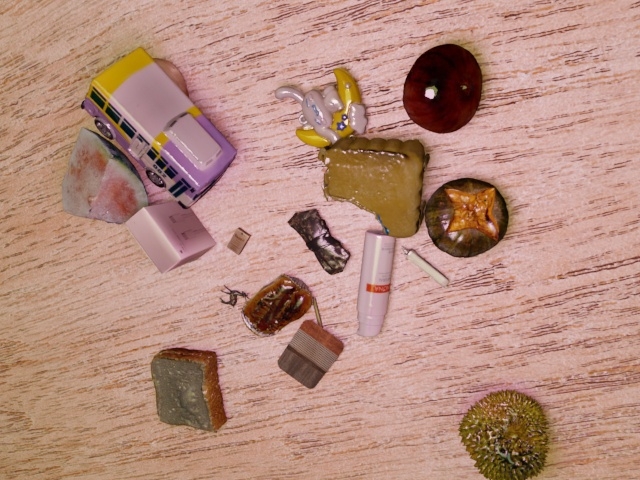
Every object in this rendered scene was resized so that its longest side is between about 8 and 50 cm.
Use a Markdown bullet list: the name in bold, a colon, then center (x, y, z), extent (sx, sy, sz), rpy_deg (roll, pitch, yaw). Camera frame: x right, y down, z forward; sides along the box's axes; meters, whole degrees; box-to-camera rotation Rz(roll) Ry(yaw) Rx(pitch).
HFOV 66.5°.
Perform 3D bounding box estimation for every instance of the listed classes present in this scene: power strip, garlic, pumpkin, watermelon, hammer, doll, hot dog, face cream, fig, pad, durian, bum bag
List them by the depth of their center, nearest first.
- **fig**: center (0.324, -0.411, 1.331), extent (0.235, 0.235, 0.214), rpy_deg (-57, 46, 18)
- **pumpkin**: center (0.413, -0.065, 1.396), extent (0.238, 0.159, 0.237), rpy_deg (1, 73, -2)
- **doll**: center (0.013, -0.390, 1.474), extent (0.238, 0.111, 0.252), rpy_deg (-23, 104, 20)
- **durian**: center (0.551, 0.597, 1.475), extent (0.292, 0.225, 0.290), rpy_deg (2, 96, 17)
- **power strip**: center (0.326, 0.080, 1.520), extent (0.191, 0.047, 0.030), rpy_deg (40, 105, 3)
- **face cream**: center (0.172, 0.142, 1.549), extent (0.102, 0.102, 0.345), rpy_deg (7, 104, 14)
- **bum bag**: center (0.001, 0.000, 1.583), extent (0.248, 0.069, 0.102), rpy_deg (50, 125, 2)
- **garlic**: center (-0.523, -0.526, 1.595), extent (0.207, 0.115, 0.128), rpy_deg (25, 101, 6)
- **watermelon**: center (-0.720, -0.163, 1.604), extent (0.228, 0.258, 0.387), rpy_deg (45, 156, 30)
- **hot dog**: center (-0.150, 0.225, 1.665), extent (0.270, 0.082, 0.162), rpy_deg (-38, 95, 21)
- **pad**: center (0.017, 0.451, 1.667), extent (0.323, 0.055, 0.249), rpy_deg (43, 117, 23)
- **hammer**: center (-0.001, 0.280, 1.672), extent (0.062, 0.017, 0.181), rpy_deg (-11, 98, 17)

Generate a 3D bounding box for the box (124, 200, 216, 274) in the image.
- **box**: center (-0.489, -0.019, 1.620), extent (0.106, 0.252, 0.203), rpy_deg (-35, 90, 19)

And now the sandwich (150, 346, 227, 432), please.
- **sandwich**: center (-0.502, 0.552, 1.829), extent (0.272, 0.099, 0.300), rpy_deg (-2, 102, 16)

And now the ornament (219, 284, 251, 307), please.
- **ornament**: center (-0.298, 0.206, 1.734), extent (0.125, 0.028, 0.073), rpy_deg (13, 104, 14)

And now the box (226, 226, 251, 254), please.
- **box**: center (-0.282, 0.002, 1.687), extent (0.053, 0.024, 0.083), rpy_deg (36, 107, 5)

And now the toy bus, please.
- **toy bus**: center (-0.470, -0.328, 1.482), extent (0.440, 0.209, 0.249), rpy_deg (48, 150, -16)

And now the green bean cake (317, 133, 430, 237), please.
- **green bean cake**: center (0.159, -0.165, 1.439), extent (0.310, 0.202, 0.284), rpy_deg (10, 123, 15)
